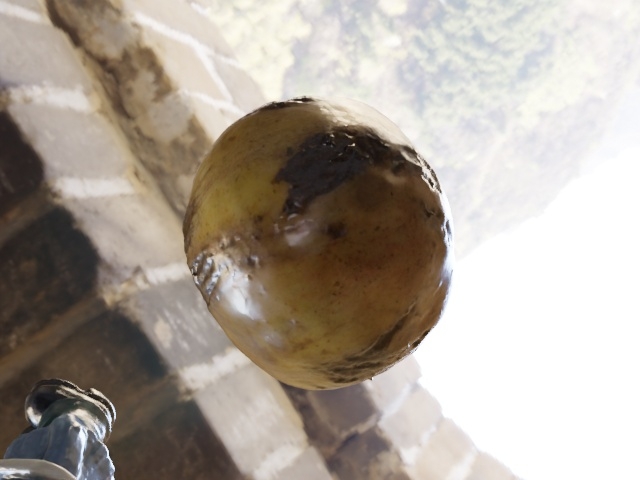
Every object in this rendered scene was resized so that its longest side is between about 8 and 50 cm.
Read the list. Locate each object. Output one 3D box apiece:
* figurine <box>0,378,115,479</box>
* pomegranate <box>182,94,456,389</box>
[{"bbox_3d":[-0.093,0.103,0.318,0.136,0.079,0.077,-63,173,-72],"label":"figurine"},{"bbox_3d":[0.000,0.000,0.999,0.322,0.322,0.322,-31,176,-3],"label":"pomegranate"}]
